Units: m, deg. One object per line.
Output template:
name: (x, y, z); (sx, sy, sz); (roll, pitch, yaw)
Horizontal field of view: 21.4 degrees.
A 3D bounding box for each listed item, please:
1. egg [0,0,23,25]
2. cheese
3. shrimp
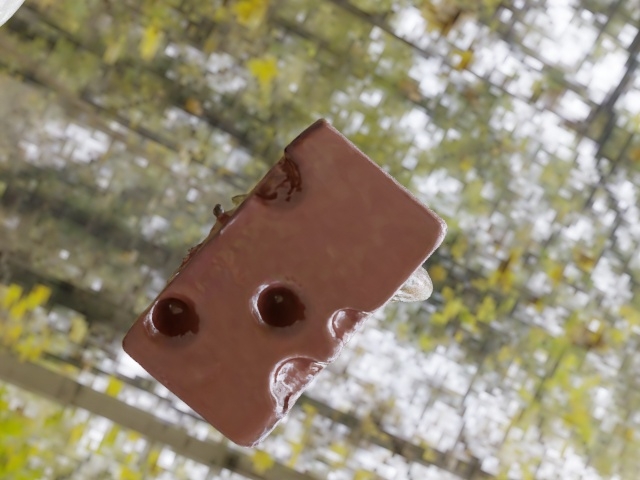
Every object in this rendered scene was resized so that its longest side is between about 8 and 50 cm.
egg: (-0.390, -0.359, 1.647); (0.283, 0.283, 0.345); (-18, -89, 62)
cheese: (-0.011, 0.004, 1.134); (0.177, 0.128, 0.203); (-47, -177, 38)
shrimp: (0.000, 0.000, 1.395); (0.058, 0.169, 0.296); (-61, -172, -3)
